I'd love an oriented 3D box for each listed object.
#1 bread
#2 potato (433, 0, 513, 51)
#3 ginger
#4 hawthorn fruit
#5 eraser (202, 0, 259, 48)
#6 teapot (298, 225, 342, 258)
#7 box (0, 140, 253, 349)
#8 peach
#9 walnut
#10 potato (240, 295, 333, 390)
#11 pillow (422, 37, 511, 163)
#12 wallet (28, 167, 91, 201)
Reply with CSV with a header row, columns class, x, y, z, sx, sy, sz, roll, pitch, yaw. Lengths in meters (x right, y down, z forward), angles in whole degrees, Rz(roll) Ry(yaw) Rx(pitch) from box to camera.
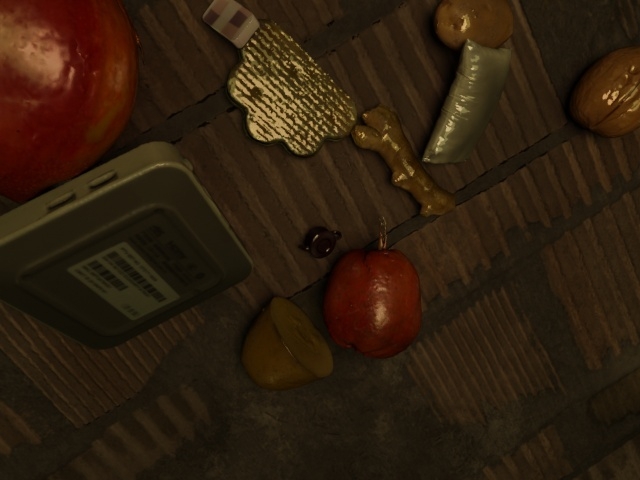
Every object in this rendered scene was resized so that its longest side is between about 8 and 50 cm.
class,x,y,z,sx,sy,sz,roll,pitch,yaw
bread,-0.073,-0.278,0.919,0.207,0.056,0.286,-46,106,-2
potato,0.303,-0.435,0.925,0.178,0.109,0.118,-10,120,-26
ginger,0.188,-0.159,0.986,0.299,0.065,0.118,44,73,-18
hawthorn fruit,0.115,0.098,0.970,0.211,0.211,0.299,10,92,-13
eraser,-0.166,-0.406,0.857,0.105,0.026,0.065,41,97,23
teapot,0.000,0.000,1.004,0.100,0.045,0.068,-23,131,-23
box,-0.335,0.036,0.822,0.373,0.090,0.367,-27,146,-2
peach,-0.449,-0.244,0.681,0.372,0.290,0.373,-7,114,-17
walnut,0.642,-0.319,0.996,0.165,0.165,0.197,41,100,-16
potato,-0.093,0.239,0.990,0.158,0.178,0.203,-33,132,14
pillow,0.296,-0.274,0.943,0.144,0.078,0.254,-1,121,-34
wallet,-0.490,-0.246,0.851,0.197,0.051,0.377,19,98,-11
